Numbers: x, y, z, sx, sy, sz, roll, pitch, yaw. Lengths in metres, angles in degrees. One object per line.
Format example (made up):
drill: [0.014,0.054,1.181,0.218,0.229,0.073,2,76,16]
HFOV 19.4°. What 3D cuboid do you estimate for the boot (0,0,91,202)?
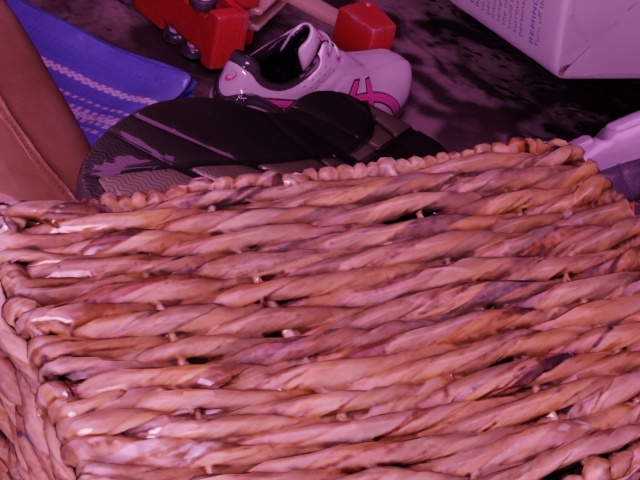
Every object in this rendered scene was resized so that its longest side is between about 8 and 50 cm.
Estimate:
boot: [-0.209,-0.039,1.004,0.236,0.089,0.269,5,42,-52]

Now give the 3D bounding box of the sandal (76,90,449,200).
sandal: [-0.022,-0.018,1.046,0.120,0.086,0.303,40,25,21]

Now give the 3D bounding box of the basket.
basket: [0.010,0.112,0.803,0.299,0.223,0.213,-8,44,-25]

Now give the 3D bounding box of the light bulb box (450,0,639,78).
light bulb box: [0.262,-0.290,1.449,0.358,0.225,0.361,-2,25,-23]

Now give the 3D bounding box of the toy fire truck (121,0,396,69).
toy fire truck: [-0.052,-0.173,1.367,0.135,0.047,0.192,-14,41,-37]

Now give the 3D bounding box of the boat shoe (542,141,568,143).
boat shoe: [0.204,-0.008,1.196,0.228,0.079,0.081,13,-3,-6]

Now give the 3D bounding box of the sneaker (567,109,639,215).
sneaker: [0.118,0.056,1.010,0.321,0.124,0.180,-24,80,-8]

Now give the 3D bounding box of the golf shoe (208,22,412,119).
golf shoe: [0.002,-0.106,1.251,0.067,0.086,0.186,33,36,29]

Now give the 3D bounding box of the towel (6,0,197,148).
towel: [-0.261,-0.083,1.162,0.243,0.040,0.336,28,35,22]
